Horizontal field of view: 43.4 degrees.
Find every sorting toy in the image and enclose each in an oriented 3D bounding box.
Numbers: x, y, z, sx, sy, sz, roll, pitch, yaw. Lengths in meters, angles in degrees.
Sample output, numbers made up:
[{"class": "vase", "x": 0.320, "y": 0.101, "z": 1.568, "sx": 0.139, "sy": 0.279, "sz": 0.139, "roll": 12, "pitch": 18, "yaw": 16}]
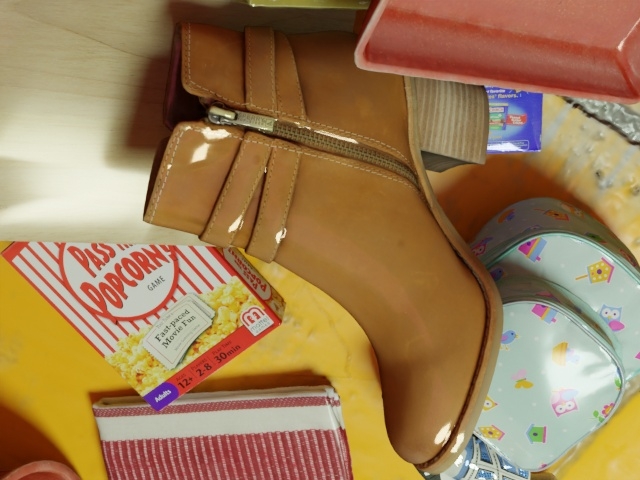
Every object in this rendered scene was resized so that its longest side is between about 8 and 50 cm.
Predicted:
[{"class": "sorting toy", "x": -0.116, "y": -0.132, "z": 0.552, "sx": 0.257, "sy": 0.089, "sz": 0.256, "roll": 2, "pitch": 110, "yaw": -28}]

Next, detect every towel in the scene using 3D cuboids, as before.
[{"class": "towel", "x": -0.077, "y": 0.291, "z": 0.788, "sx": 0.236, "sy": 0.037, "sz": 0.329, "roll": -5, "pitch": 109, "yaw": 8}]

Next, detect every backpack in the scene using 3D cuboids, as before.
[{"class": "backpack", "x": 0.165, "y": 0.069, "z": 0.627, "sx": 0.166, "sy": 0.144, "sz": 0.188, "roll": 39, "pitch": 106, "yaw": -5}]

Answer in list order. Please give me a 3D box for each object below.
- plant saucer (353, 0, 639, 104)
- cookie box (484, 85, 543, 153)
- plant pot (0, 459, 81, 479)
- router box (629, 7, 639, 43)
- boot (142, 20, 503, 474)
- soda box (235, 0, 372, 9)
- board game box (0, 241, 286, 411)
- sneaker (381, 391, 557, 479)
[{"class": "plant saucer", "x": 0.167, "y": -0.200, "z": 0.449, "sx": 0.258, "sy": 0.048, "sz": 0.259, "roll": 0, "pitch": 137, "yaw": -32}, {"class": "cookie box", "x": 0.121, "y": -0.122, "z": 0.607, "sx": 0.091, "sy": 0.040, "sz": 0.107, "roll": -1, "pitch": 112, "yaw": 5}, {"class": "plant pot", "x": -0.379, "y": 0.330, "z": 0.715, "sx": 0.264, "sy": 0.272, "sz": 0.273, "roll": -1, "pitch": 111, "yaw": 13}, {"class": "router box", "x": 0.254, "y": -0.211, "z": 0.565, "sx": 0.122, "sy": 0.038, "sz": 0.092, "roll": -32, "pitch": 107, "yaw": 14}, {"class": "boot", "x": 0.000, "y": 0.000, "z": 0.509, "sx": 0.220, "sy": 0.109, "sz": 0.284, "roll": 7, "pitch": 84, "yaw": -22}, {"class": "soda box", "x": 0.028, "y": -0.181, "z": 0.516, "sx": 0.181, "sy": 0.058, "sz": 0.061, "roll": -6, "pitch": 113, "yaw": -25}, {"class": "board game box", "x": -0.147, "y": 0.033, "z": 0.684, "sx": 0.146, "sy": 0.045, "sz": 0.193, "roll": -37, "pitch": 104, "yaw": 16}, {"class": "sneaker", "x": 0.132, "y": 0.186, "z": 0.715, "sx": 0.081, "sy": 0.080, "sz": 0.211, "roll": -40, "pitch": 114, "yaw": 10}]
